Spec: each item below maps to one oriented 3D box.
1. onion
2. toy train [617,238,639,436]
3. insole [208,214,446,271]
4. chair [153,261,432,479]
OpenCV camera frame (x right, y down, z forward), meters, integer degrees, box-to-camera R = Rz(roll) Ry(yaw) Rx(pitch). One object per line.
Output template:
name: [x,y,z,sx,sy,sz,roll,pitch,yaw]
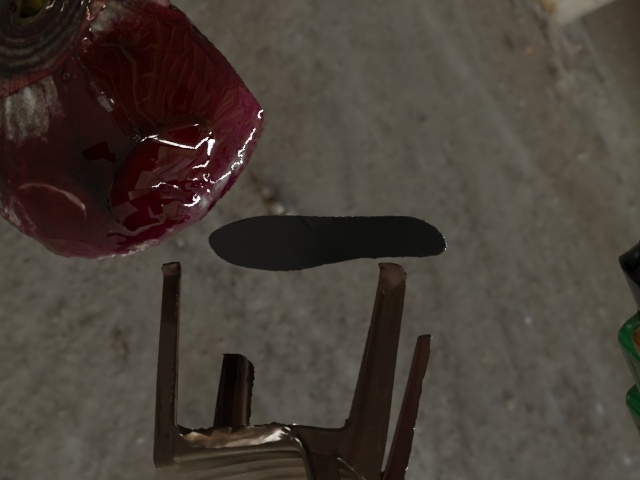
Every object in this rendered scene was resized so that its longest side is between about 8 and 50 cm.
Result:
onion: [-0.161,-0.083,1.185,0.206,0.207,0.216,50,3,38]
toy train: [0.310,0.115,1.096,0.249,0.178,0.429,48,-10,50]
insole: [0.000,-0.001,1.333,0.080,0.232,0.003,49,49,-41]
chair: [-0.021,0.189,1.135,0.176,0.183,0.327,63,27,-53]
